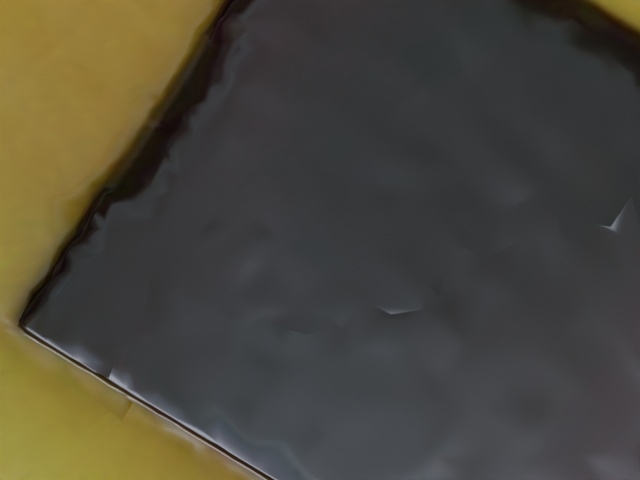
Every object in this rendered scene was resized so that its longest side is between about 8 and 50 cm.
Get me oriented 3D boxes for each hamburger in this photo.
[{"bbox_3d":[0.000,0.000,0.408,0.227,0.151,0.295,-43,86,-5],"label":"hamburger"}]
